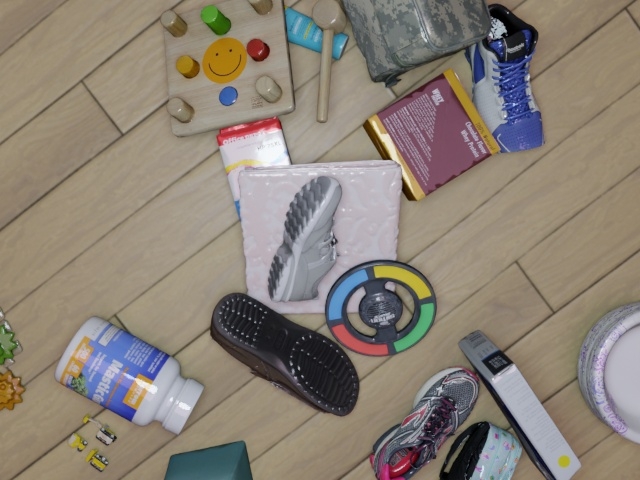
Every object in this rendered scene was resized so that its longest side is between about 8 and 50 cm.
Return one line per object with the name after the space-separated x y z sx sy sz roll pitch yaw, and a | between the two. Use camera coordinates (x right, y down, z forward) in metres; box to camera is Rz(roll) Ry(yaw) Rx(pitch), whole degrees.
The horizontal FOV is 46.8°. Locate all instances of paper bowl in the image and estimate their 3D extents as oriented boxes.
0.674 0.267 1.527 0.284 0.148 0.285 0 93 -1 | paper bowl

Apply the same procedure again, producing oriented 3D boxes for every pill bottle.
-0.379 0.280 1.495 0.272 0.152 0.152 29 92 -2 | pill bottle

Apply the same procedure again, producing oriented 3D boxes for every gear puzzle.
-0.730 0.209 1.535 0.175 0.044 0.339 -27 94 0 | gear puzzle

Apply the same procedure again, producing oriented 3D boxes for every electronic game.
0.123 0.141 1.507 0.229 0.048 0.229 -1 118 -2 | electronic game

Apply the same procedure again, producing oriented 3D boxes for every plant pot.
-0.222 0.530 1.472 0.165 0.234 0.166 -11 93 -2 | plant pot

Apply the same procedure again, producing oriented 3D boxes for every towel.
0.000 0.000 1.485 0.316 0.053 0.332 -1 118 -1 | towel

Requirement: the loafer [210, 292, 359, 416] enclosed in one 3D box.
-0.076 0.237 1.533 0.366 0.130 0.134 39 58 -12 | loafer

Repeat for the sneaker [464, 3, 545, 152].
0.364 -0.329 1.469 0.127 0.182 0.316 -17 93 1 | sneaker

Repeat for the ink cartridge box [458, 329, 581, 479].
0.400 0.342 1.446 0.072 0.303 0.307 -35 94 1 | ink cartridge box

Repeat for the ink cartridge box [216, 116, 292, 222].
-0.129 -0.164 1.514 0.134 0.078 0.231 -16 94 1 | ink cartridge box

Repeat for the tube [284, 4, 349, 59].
-0.045 -0.435 1.522 0.207 0.052 0.080 23 81 3 | tube

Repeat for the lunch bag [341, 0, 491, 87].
0.147 -0.473 1.425 0.212 0.256 0.305 -26 97 -36 | lunch bag

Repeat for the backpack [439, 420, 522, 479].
0.335 0.472 1.542 0.115 0.152 0.182 30 80 -8 | backpack

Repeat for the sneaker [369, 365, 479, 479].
0.228 0.396 1.540 0.121 0.112 0.299 39 91 -3 | sneaker

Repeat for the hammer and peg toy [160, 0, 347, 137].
-0.129 -0.346 1.414 0.361 0.127 0.266 -9 78 15 | hammer and peg toy

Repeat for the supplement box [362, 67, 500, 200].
0.220 -0.209 1.497 0.194 0.129 0.191 -32 93 1 | supplement box

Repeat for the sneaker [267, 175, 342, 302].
-0.011 0.000 1.416 0.115 0.105 0.281 9 125 -23 | sneaker

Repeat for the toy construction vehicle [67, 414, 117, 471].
-0.476 0.426 1.563 0.098 0.035 0.086 35 103 -1 | toy construction vehicle
